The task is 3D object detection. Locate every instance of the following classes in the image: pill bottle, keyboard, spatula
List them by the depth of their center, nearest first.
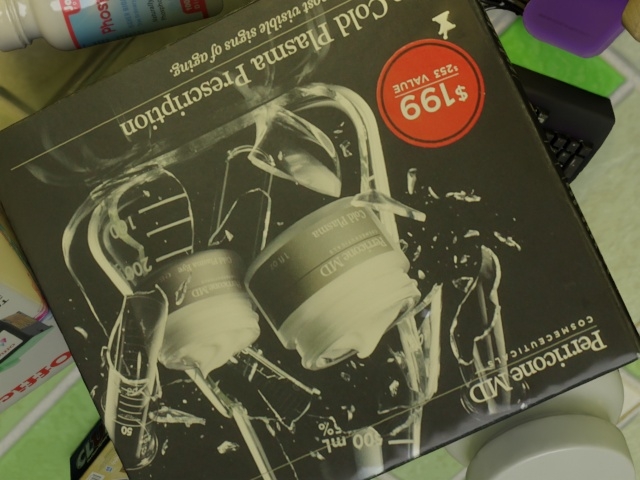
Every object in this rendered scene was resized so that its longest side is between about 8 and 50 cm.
[{"bbox_3d":[-0.153,-0.182,1.030,0.160,0.087,0.087,-14,129,-1],"label":"pill bottle"},{"bbox_3d":[0.247,-0.252,1.054,0.084,0.030,0.296,17,123,-24],"label":"spatula"},{"bbox_3d":[0.097,-0.132,1.159,0.317,0.033,0.201,15,122,-23],"label":"keyboard"},{"bbox_3d":[0.155,0.094,1.183,0.153,0.265,0.153,-7,139,-6],"label":"pill bottle"}]

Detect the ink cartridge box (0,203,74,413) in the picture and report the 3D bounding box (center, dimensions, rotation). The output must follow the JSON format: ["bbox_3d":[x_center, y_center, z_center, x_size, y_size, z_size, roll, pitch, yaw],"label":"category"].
[{"bbox_3d":[-0.292,0.053,0.968,0.201,0.117,0.278,-35,162,0],"label":"ink cartridge box"}]

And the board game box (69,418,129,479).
[{"bbox_3d":[-0.095,0.159,1.333,0.165,0.042,0.243,26,118,-28],"label":"board game box"}]

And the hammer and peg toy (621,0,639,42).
[{"bbox_3d":[0.317,-0.238,0.979,0.361,0.127,0.266,4,128,-28],"label":"hammer and peg toy"}]

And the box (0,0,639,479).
[{"bbox_3d":[0.000,0.000,1.013,0.343,0.179,0.312,-26,89,10],"label":"box"}]
